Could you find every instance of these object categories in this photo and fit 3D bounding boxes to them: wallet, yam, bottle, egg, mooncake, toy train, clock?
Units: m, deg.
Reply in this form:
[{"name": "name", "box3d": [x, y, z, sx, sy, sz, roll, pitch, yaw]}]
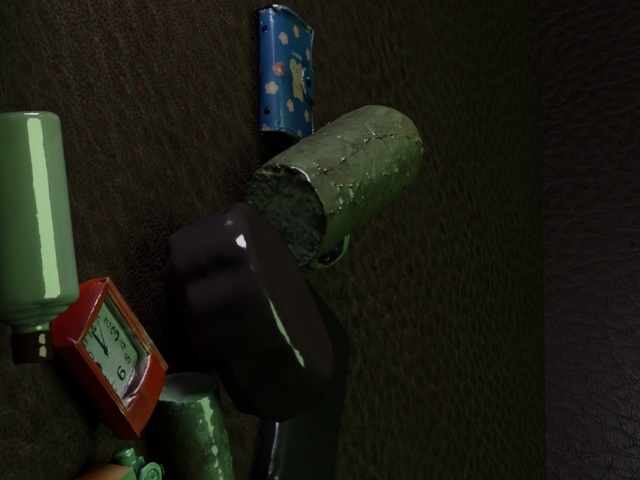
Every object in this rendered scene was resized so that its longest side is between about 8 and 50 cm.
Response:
[{"name": "wallet", "box3d": [-0.020, 0.249, 2.025, 0.197, 0.051, 0.378, 55, 35, -46]}, {"name": "yam", "box3d": [-0.145, 0.295, 1.645, 0.093, 0.093, 0.259, -35, 117, -66]}, {"name": "bottle", "box3d": [-0.296, -0.001, 1.331, 0.104, 0.104, 0.245, -6, 89, -68]}, {"name": "wallet", "box3d": [-0.052, -0.248, 2.067, 0.141, 0.059, 0.202, 26, 60, -67]}, {"name": "egg", "box3d": [0.000, 0.000, 2.095, 0.110, 0.085, 0.085, -56, 136, -50]}, {"name": "mooncake", "box3d": [-0.091, 0.094, 1.679, 0.283, 0.141, 0.283, 59, 8, -15]}, {"name": "toy train", "box3d": [-0.218, 0.320, 1.492, 0.118, 0.074, 0.176, -41, 127, -53]}, {"name": "clock", "box3d": [-0.239, 0.131, 1.499, 0.113, 0.061, 0.155, -71, 144, -47]}, {"name": "yam", "box3d": [0.021, -0.087, 2.001, 0.304, 0.168, 0.168, -37, 120, -51]}]
